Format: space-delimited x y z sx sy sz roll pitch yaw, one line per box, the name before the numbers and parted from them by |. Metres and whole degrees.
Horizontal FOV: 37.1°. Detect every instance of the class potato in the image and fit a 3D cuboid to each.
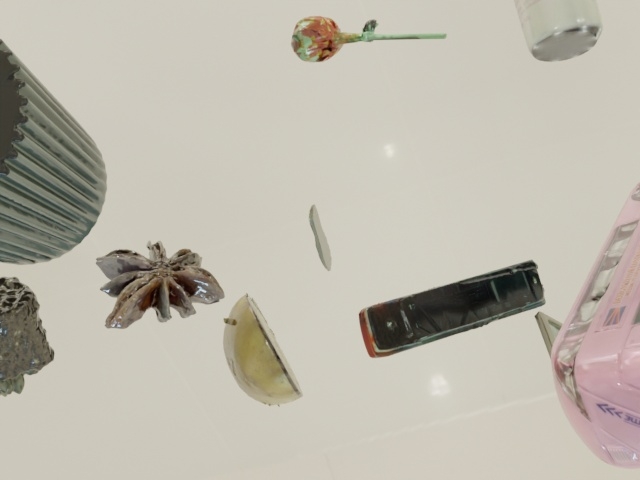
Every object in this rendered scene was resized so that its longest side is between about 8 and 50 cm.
potato | -0.134 0.228 1.908 0.116 0.239 0.299 -24 1 -4

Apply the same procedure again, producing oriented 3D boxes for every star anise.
star anise | -0.292 0.076 1.672 0.229 0.093 0.236 25 41 11

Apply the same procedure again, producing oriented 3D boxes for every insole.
insole | 0.000 0.000 1.820 0.010 0.192 0.063 -4 55 11

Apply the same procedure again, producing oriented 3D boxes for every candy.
candy | 0.075 -0.338 1.588 0.287 0.078 0.084 6 23 32

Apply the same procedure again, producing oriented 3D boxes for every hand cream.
hand cream | 0.348 -0.467 1.522 0.118 0.359 0.185 -7 -12 -26

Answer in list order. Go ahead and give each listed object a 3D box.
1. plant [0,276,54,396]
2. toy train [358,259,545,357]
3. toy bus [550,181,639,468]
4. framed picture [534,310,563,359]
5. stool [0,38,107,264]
plant | -0.500 0.160 1.501 0.132 0.195 0.129 -19 43 -35
toy train | 0.214 0.115 1.594 0.409 0.086 0.089 -13 -5 -36
toy bus | 0.170 0.021 0.432 0.090 0.063 0.203 -16 18 38
framed picture | 0.482 0.256 1.631 0.016 0.213 0.289 -53 21 26
stool | -0.479 -0.112 1.340 0.297 0.330 0.297 -2 77 9
